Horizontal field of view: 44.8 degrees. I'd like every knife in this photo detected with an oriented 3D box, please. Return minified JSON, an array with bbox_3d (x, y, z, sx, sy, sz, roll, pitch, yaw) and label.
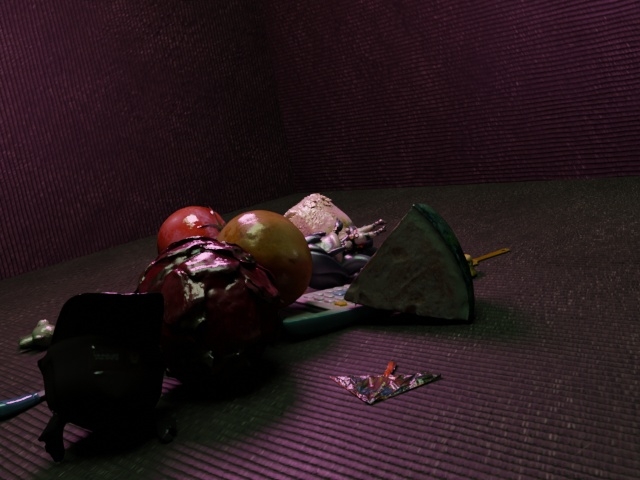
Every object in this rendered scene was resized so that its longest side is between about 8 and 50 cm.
[{"bbox_3d":[-0.617,0.340,1.725,0.058,0.032,0.244,-13,2,38],"label":"knife"}]

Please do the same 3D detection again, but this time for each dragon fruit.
[{"bbox_3d":[-0.234,0.145,1.617,0.329,0.329,0.329,-10,11,2],"label":"dragon fruit"}]

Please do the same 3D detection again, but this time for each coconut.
[{"bbox_3d":[0.000,0.000,2.369,0.233,0.245,0.233,-41,-14,-13],"label":"coconut"}]

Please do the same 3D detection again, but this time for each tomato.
[{"bbox_3d":[-0.423,0.020,2.603,0.265,0.265,0.265,-10,11,2],"label":"tomato"}]

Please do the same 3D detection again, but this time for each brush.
[{"bbox_3d":[0.461,0.050,2.225,0.205,0.011,0.083,-15,11,-26],"label":"brush"}]

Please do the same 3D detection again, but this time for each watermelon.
[{"bbox_3d":[0.211,0.040,1.801,0.292,0.250,0.283,6,2,-1],"label":"watermelon"}]

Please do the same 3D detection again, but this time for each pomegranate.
[{"bbox_3d":[-0.131,0.060,1.874,0.270,0.229,0.252,21,-44,-32],"label":"pomegranate"}]

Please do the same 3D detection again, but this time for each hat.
[{"bbox_3d":[-0.367,0.253,1.367,0.238,0.336,0.209,2,43,-26],"label":"hat"}]

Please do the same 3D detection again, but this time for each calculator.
[{"bbox_3d":[0.034,0.161,1.946,0.386,0.054,0.256,-15,11,-31],"label":"calculator"}]

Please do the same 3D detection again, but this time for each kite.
[{"bbox_3d":[0.110,0.262,1.448,0.232,0.009,0.189,-6,12,22],"label":"kite"}]

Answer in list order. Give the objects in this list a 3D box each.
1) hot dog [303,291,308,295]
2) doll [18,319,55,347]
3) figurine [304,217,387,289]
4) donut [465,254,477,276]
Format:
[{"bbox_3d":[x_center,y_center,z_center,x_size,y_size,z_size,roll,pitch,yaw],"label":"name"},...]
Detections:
[{"bbox_3d":[-0.064,0.162,2.081,0.058,0.035,0.083,-4,12,30],"label":"hot dog"},{"bbox_3d":[-0.792,0.266,2.178,0.150,0.077,0.115,-17,-6,38],"label":"doll"},{"bbox_3d":[0.057,0.042,2.166,0.265,0.197,0.175,-1,6,3],"label":"figurine"},{"bbox_3d":[0.349,0.074,2.086,0.140,0.059,0.140,-10,7,1],"label":"donut"}]
